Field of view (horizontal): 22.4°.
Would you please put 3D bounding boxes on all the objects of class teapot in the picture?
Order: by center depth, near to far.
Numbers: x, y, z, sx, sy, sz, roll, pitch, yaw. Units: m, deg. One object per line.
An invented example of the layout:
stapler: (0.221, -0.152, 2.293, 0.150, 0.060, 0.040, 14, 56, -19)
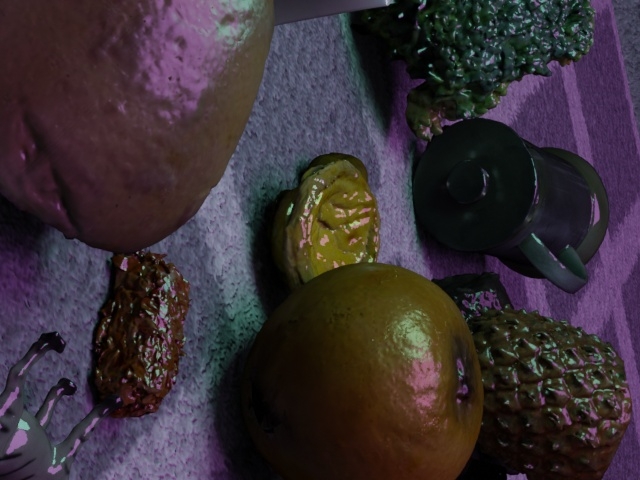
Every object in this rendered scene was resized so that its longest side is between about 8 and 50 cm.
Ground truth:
teapot: (0.282, -0.037, 2.288, 0.270, 0.200, 0.337, 57, 18, 21)

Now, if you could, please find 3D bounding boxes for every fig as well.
fig: (0.018, -0.060, 1.886, 0.074, 0.074, 0.088, -39, 135, -63)

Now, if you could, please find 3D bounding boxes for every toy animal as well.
toy animal: (-0.236, 0.169, 1.248, 0.217, 0.073, 0.176, 53, 52, -41)

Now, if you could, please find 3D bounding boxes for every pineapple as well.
pineapple: (0.192, 0.159, 1.944, 0.202, 0.362, 0.202, -158, -90, -83)

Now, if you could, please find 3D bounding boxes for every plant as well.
plant: (0.198, 0.182, 2.121, 0.149, 0.146, 0.275, -17, 104, -24)

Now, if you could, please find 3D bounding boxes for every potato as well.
potato: (-0.143, -0.139, 1.267, 0.189, 0.264, 0.211, 53, 15, 18)

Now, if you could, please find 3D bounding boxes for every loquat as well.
loquat: (0.050, 0.154, 1.661, 0.263, 0.263, 0.263, -8, 90, -66)

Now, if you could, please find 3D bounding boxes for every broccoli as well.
broccoli: (0.193, -0.320, 2.151, 0.347, 0.281, 0.293, -30, 90, -28)

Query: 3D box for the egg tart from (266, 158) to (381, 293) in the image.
egg tart: (0.000, 0.000, 1.800, 0.191, 0.074, 0.191, -4, 95, -57)

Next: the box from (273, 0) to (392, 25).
box: (-0.040, -0.356, 1.677, 0.106, 0.203, 0.252, -58, 135, -55)

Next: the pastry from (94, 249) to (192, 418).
pastry: (-0.154, 0.081, 1.461, 0.087, 0.063, 0.169, 46, 43, -50)

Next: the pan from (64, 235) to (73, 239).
pan: (-0.198, -0.041, 1.424, 0.212, 0.040, 0.115, -59, 137, -65)

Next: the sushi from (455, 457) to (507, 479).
sushi: (0.164, 0.354, 2.064, 0.273, 0.134, 0.109, 70, 37, -65)
